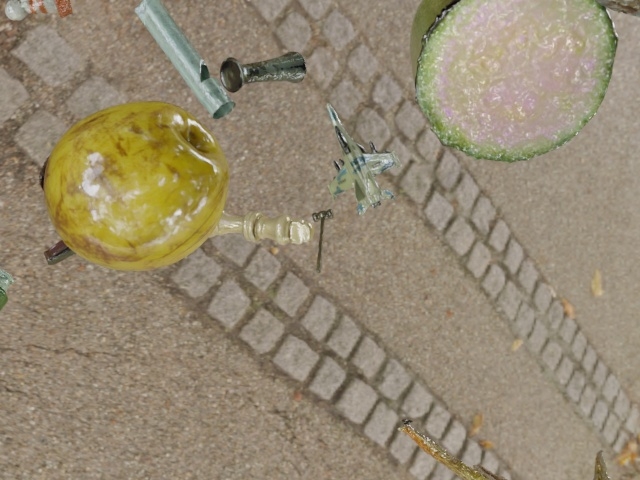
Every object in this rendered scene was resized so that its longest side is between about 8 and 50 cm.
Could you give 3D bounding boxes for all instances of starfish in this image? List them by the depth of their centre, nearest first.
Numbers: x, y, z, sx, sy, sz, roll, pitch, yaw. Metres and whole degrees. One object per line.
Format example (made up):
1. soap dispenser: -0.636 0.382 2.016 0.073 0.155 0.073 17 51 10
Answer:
1. starfish: 0.344 0.402 1.078 0.398 0.383 0.132 17 89 -40

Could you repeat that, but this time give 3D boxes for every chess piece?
1. chess piece: -0.212 -0.046 2.074 0.117 0.397 0.117 7 90 -72

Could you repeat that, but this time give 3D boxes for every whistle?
1. whistle: -0.293 -0.395 1.383 0.062 0.062 0.312 -30 80 -43

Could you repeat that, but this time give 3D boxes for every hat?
1. hat: -0.715 -0.603 1.636 0.162 0.112 0.094 -14 86 -13

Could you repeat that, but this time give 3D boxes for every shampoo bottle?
1. shampoo bottle: -0.701 0.147 1.334 0.065 0.065 0.205 51 37 -30

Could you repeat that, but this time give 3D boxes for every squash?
1. squash: 0.294 -0.330 1.101 0.310 0.310 0.309 57 17 -26

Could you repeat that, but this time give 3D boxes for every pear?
1. pear: -0.283 -0.087 1.021 0.280 0.280 0.281 5 83 -45

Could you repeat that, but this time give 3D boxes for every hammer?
1. hammer: 0.000 0.000 1.705 0.292 0.058 0.029 -84 156 -58

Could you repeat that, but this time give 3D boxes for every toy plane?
1. toy plane: 0.079 -0.195 1.489 0.088 0.192 0.262 -10 78 -60

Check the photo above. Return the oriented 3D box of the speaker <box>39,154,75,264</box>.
1. speaker: -0.598 -0.059 1.691 0.330 0.198 0.259 81 31 -50

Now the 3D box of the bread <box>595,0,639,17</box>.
1. bread: 0.390 -0.338 0.782 0.416 0.113 0.165 17 42 -6

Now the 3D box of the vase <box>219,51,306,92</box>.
1. vase: -0.098 -0.294 1.122 0.167 0.059 0.059 -25 104 -48
